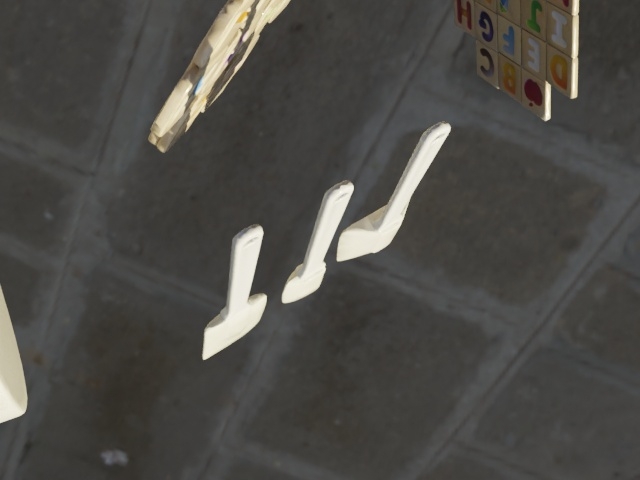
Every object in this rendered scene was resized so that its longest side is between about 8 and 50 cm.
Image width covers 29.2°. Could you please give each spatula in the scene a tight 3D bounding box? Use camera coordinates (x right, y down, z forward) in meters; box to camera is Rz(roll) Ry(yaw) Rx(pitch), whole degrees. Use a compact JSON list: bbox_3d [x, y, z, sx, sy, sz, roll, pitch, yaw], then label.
[{"bbox_3d":[0.000,0.000,0.752,0.019,0.168,0.242,58,164,13],"label":"spatula"}]

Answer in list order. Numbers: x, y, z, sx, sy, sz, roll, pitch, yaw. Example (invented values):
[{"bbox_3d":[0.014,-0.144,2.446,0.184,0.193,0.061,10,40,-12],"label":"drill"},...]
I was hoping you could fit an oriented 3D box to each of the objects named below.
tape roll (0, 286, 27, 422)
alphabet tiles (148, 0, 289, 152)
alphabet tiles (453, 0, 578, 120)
[{"bbox_3d":[-0.288,-0.056,0.807,0.072,0.392,0.392,-20,131,-10],"label":"tape roll"},{"bbox_3d":[-0.026,-0.184,0.809,0.021,0.278,0.284,35,125,-3],"label":"alphabet tiles"},{"bbox_3d":[0.245,-0.337,1.592,0.011,0.285,0.343,-20,127,-18],"label":"alphabet tiles"}]
